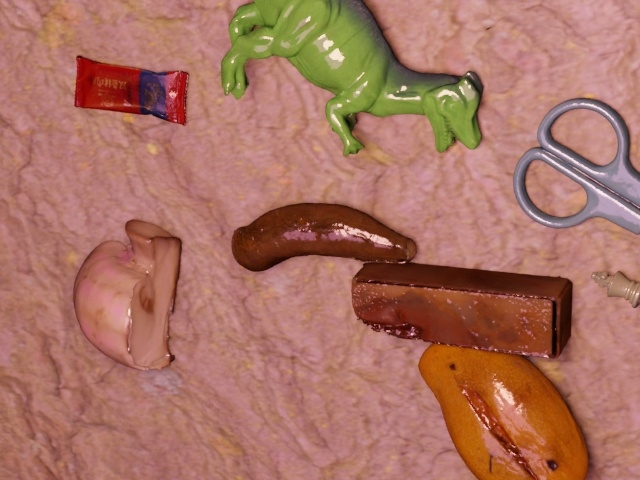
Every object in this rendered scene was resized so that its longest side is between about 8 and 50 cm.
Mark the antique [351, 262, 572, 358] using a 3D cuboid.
[{"bbox_3d":[0.199,0.094,1.975,0.310,0.087,0.093,6,111,20],"label":"antique"}]

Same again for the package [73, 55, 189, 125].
[{"bbox_3d":[-0.291,-0.230,2.107,0.200,0.022,0.083,11,111,21],"label":"package"}]

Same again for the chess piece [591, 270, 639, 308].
[{"bbox_3d":[0.441,0.076,1.889,0.149,0.059,0.059,24,115,22],"label":"chess piece"}]

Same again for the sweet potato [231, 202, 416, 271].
[{"bbox_3d":[0.002,-0.004,2.032,0.286,0.085,0.112,-1,128,17],"label":"sweet potato"}]

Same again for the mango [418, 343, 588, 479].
[{"bbox_3d":[0.263,0.259,1.983,0.295,0.120,0.177,48,116,2],"label":"mango"}]

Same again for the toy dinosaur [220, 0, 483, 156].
[{"bbox_3d":[0.019,-0.349,1.874,0.374,0.144,0.500,-1,112,18],"label":"toy dinosaur"}]

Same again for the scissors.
[{"bbox_3d":[0.473,-0.018,1.852,0.447,0.029,0.192,33,117,10],"label":"scissors"}]

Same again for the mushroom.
[{"bbox_3d":[-0.330,0.090,2.153,0.173,0.162,0.236,13,110,17],"label":"mushroom"}]
